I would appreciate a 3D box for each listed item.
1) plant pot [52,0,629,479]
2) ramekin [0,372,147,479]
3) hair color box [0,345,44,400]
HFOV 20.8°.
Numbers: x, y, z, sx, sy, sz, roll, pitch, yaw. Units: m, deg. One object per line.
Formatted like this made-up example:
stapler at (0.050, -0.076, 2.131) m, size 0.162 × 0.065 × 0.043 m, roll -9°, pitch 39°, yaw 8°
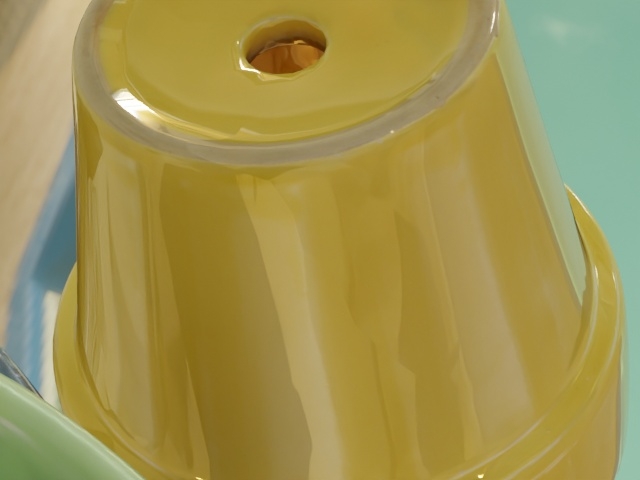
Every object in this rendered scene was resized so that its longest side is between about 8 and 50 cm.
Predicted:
plant pot at (0.000, 0.000, 0.726) m, size 0.239 × 0.254 × 0.254 m, roll 79°, pitch -177°, yaw -46°
ramekin at (-0.159, 0.136, 0.362) m, size 0.148 × 0.303 × 0.303 m, roll -63°, pitch 26°, yaw 21°
hair color box at (-0.210, 0.204, 0.587) m, size 0.347 × 0.174 × 0.105 m, roll -31°, pitch 29°, yaw -13°
